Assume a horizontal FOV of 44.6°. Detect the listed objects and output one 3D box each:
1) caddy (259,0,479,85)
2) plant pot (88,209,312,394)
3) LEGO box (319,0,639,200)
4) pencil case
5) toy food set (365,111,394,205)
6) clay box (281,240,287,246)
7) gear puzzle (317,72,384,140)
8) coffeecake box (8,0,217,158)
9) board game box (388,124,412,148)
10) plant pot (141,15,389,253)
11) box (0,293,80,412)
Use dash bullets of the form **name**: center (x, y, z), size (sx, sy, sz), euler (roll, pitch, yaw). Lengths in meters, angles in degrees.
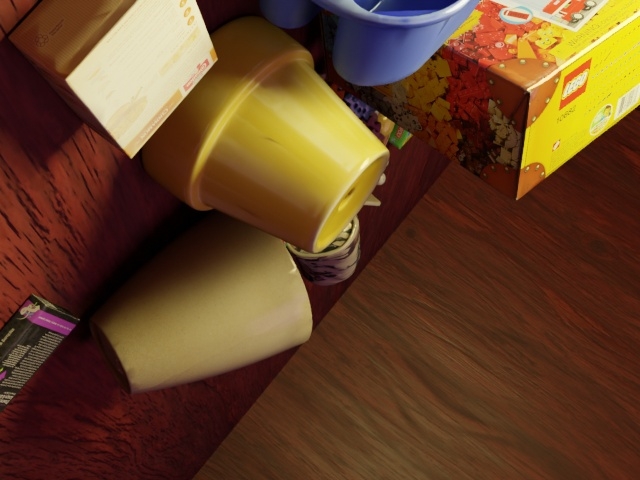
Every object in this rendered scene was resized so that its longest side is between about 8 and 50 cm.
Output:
- **caddy**: center (0.083, -0.340, 0.869), size (0.341, 0.241, 0.179), euler (-48, 172, -26)
- **plant pot**: center (-0.198, 0.108, 1.186), size (0.274, 0.256, 0.256), euler (-28, 158, -26)
- **LEGO box**: center (0.308, -0.337, 1.127), size (0.500, 0.372, 0.193), euler (-36, 145, -22)
- **pencil case**: center (0.000, 0.000, 1.803), size (0.410, 0.184, 0.159), euler (71, 28, -77)
- **toy food set**: center (0.141, -0.221, 1.672), size (0.220, 0.092, 0.306), euler (-5, 116, -68)
- **clay box**: center (-0.123, -0.007, 1.337), size (0.053, 0.127, 0.222), euler (-45, 167, -35)
- **gear puzzle**: center (-0.021, -0.162, 1.232), size (0.339, 0.044, 0.175), euler (-25, 123, -33)
- **coffeecake box**: center (-0.180, -0.177, 0.725), size (0.142, 0.068, 0.185), euler (-52, 169, -9)
- **board game box**: center (0.309, -0.410, 2.096), size (0.317, 0.046, 0.213), euler (-47, 167, -29)
- **plant pot**: center (-0.054, -0.115, 0.998), size (0.254, 0.239, 0.254), euler (-51, 170, -13)
- **box**: center (-0.386, 0.147, 0.986), size (0.162, 0.029, 0.116), euler (-52, 168, -10)
